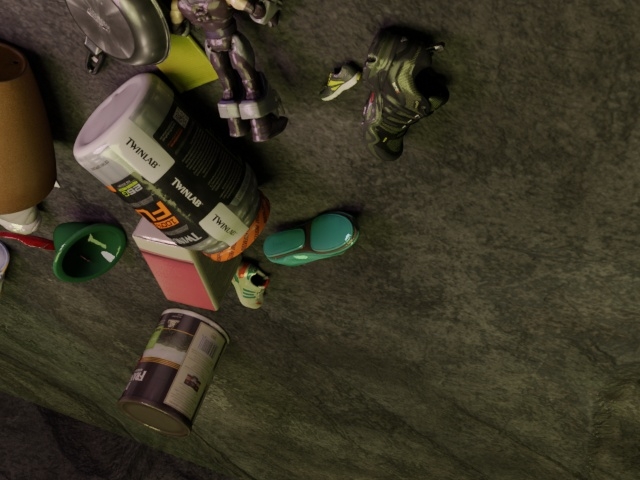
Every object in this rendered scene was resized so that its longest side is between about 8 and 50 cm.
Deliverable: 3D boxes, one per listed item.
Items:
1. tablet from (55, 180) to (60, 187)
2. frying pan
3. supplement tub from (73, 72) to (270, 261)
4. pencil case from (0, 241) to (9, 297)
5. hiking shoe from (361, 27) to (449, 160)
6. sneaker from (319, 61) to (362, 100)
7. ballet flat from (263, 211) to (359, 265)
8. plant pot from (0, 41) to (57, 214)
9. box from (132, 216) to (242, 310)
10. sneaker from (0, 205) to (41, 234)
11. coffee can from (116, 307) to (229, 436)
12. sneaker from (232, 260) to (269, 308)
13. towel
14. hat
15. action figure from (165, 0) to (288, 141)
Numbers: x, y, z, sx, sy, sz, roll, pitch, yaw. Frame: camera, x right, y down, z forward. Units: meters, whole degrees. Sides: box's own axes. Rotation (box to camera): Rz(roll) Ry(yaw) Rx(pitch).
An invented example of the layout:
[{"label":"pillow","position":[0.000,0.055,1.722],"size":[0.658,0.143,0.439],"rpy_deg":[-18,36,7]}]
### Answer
[{"label":"tablet","position":[-0.614,-0.140,1.628],"size":[0.083,0.006,0.054],"rpy_deg":[12,147,15]},{"label":"frying pan","position":[-0.340,-0.330,1.104],"size":[0.326,0.053,0.197],"rpy_deg":[5,137,47]},{"label":"supplement tub","position":[-0.243,-0.114,1.277],"size":[0.193,0.194,0.316],"rpy_deg":[-14,134,42]},{"label":"pencil case","position":[-0.919,0.091,2.043],"size":[0.124,0.113,0.273],"rpy_deg":[48,146,-1]},{"label":"hiking shoe","position":[0.121,-0.189,1.056],"size":[0.114,0.086,0.227],"rpy_deg":[15,147,16]},{"label":"sneaker","position":[0.025,-0.237,1.100],"size":[0.083,0.031,0.035],"rpy_deg":[-24,113,43]},{"label":"ballet flat","position":[0.000,0.000,1.430],"size":[0.247,0.083,0.087],"rpy_deg":[-13,159,42]},{"label":"plant pot","position":[-0.588,-0.215,1.325],"size":[0.237,0.237,0.254],"rpy_deg":[22,134,-2]},{"label":"box","position":[-0.264,0.014,1.520],"size":[0.126,0.149,0.232],"rpy_deg":[11,146,17]},{"label":"sneaker","position":[-0.764,-0.109,1.693],"size":[0.262,0.099,0.121],"rpy_deg":[16,141,-6]},{"label":"coffee can","position":[-0.382,0.348,1.964],"size":[0.201,0.275,0.201],"rpy_deg":[15,147,10]},{"label":"sneaker","position":[-0.147,0.106,1.674],"size":[0.075,0.057,0.161],"rpy_deg":[11,144,26]},{"label":"towel","position":[-0.257,-0.323,1.136],"size":[0.102,0.021,0.237],"rpy_deg":[-8,138,39]},{"label":"hat","position":[-0.582,-0.022,1.713],"size":[0.183,0.208,0.173],"rpy_deg":[43,112,27]},{"label":"action figure","position":[-0.135,-0.282,1.060],"size":[0.185,0.099,0.285],"rpy_deg":[8,132,32]}]
